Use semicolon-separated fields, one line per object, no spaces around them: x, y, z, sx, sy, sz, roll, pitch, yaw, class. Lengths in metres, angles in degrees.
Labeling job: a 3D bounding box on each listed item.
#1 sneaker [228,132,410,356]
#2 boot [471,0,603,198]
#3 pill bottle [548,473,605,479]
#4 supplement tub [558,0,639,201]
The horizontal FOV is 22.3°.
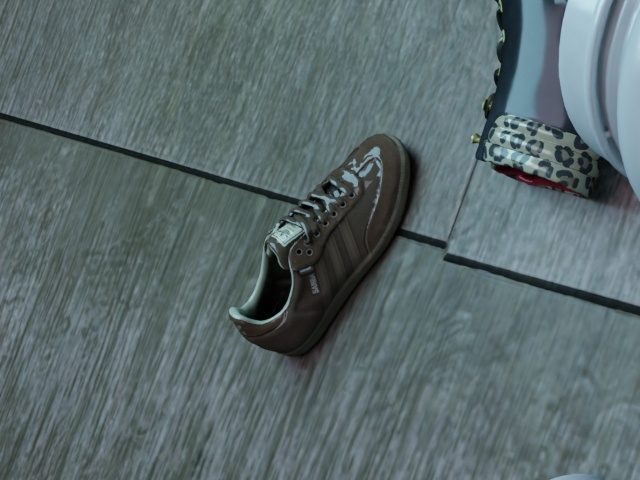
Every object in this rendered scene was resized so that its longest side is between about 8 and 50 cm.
0.000;0.000;1.217;0.066;0.071;0.188;33;98;46;sneaker
0.135;-0.139;1.137;0.236;0.085;0.178;24;93;47;boot
0.190;0.257;0.872;0.152;0.152;0.272;-52;45;15;pill bottle
0.306;-0.064;0.828;0.331;0.241;0.241;39;101;45;supplement tub
